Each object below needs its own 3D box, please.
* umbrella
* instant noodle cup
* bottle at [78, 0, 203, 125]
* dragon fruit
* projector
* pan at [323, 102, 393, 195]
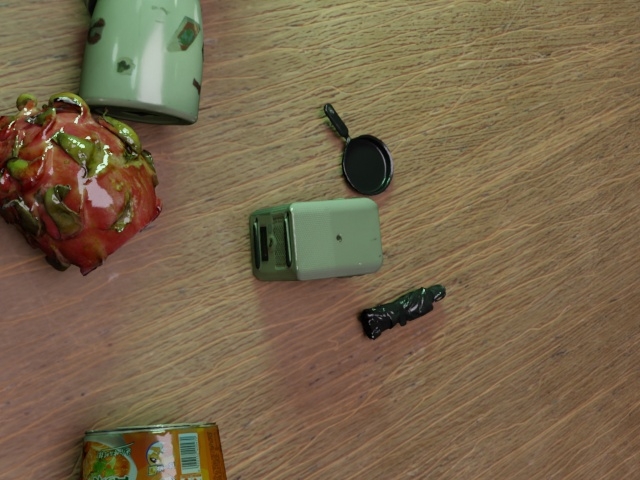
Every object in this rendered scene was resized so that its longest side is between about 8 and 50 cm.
[{"bbox_3d":[0.188,0.146,1.847,0.236,0.059,0.066,-23,115,-31],"label":"umbrella"},{"bbox_3d":[-0.277,0.421,1.408,0.296,0.296,0.214,5,75,-32],"label":"instant noodle cup"},{"bbox_3d":[-0.310,-0.390,1.474,0.229,0.229,0.351,5,90,-32],"label":"bottle"},{"bbox_3d":[-0.414,-0.107,1.377,0.269,0.250,0.291,-45,101,-29],"label":"dragon fruit"},{"bbox_3d":[0.000,0.000,1.668,0.243,0.177,0.163,-6,91,-32],"label":"projector"},{"bbox_3d":[0.074,-0.202,1.820,0.136,0.028,0.235,-49,114,-27],"label":"pan"}]
